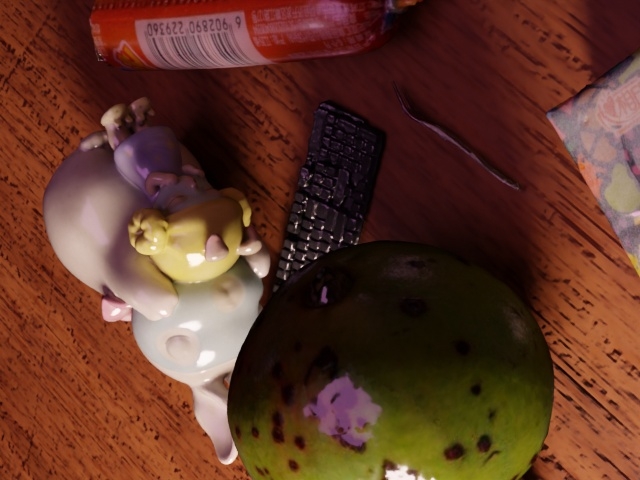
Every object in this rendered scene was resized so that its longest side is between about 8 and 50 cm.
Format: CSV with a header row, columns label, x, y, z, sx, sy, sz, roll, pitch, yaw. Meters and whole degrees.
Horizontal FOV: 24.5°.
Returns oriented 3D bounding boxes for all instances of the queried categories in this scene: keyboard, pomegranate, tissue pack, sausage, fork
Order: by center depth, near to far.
label,x,y,z,sx,sy,sz,roll,pitch,yaw
tissue pack,0.206,-0.037,0.808,0.109,0.060,0.148,-35,79,41
pomegranate,0.056,0.110,0.919,0.202,0.202,0.248,-2,129,43
fork,0.085,-0.065,0.944,0.115,0.016,0.012,43,119,23
sausage,-0.044,-0.155,0.996,0.274,0.074,0.074,3,104,43
keyboard,0.000,0.000,1.039,0.060,0.018,0.195,29,121,30

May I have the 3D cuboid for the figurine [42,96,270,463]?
label,x,y,z,sx,sy,sz,roll,pitch,yaw
figurine,-0.092,0.029,1.053,0.235,0.127,0.155,52,129,20
